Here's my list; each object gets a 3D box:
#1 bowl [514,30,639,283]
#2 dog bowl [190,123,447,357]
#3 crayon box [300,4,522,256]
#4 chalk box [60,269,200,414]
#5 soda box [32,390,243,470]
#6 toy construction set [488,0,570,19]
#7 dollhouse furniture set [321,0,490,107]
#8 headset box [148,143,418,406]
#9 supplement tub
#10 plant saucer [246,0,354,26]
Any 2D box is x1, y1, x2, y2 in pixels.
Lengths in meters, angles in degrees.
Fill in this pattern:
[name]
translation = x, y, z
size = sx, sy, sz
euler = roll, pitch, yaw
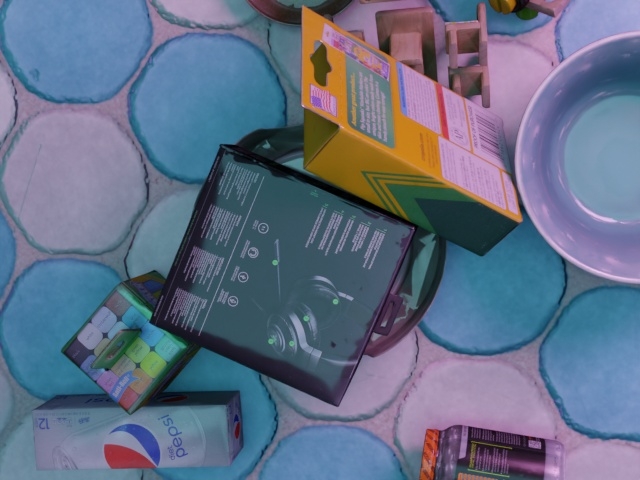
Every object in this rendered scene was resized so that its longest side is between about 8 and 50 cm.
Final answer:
[bowl]
translation = 0.405, -0.106, 1.359
size = 0.311, 0.163, 0.312
euler = 1, 94, 8
[dog bowl]
translation = 0.000, 0.000, 1.452
size = 0.348, 0.102, 0.349
euler = 0, 94, 7
[crayon box]
translation = 0.090, -0.133, 1.300
size = 0.323, 0.203, 0.083
euler = 26, 130, -24
[chalk box]
translation = -0.249, 0.139, 1.438
size = 0.132, 0.213, 0.132
euler = 42, 99, 2
[soda box]
translation = -0.260, 0.271, 1.509
size = 0.286, 0.098, 0.091
euler = -3, 94, 7
[toy construction set]
translation = 0.321, -0.411, 1.342
size = 0.308, 0.257, 0.237
euler = 3, 140, 23
[dollhouse furniture set]
translation = 0.110, -0.302, 1.386
size = 0.212, 0.242, 0.161
euler = -3, 50, 8
[headset box]
translation = -0.033, 0.043, 1.342
size = 0.283, 0.131, 0.246
euler = 22, 97, 5
[supplement tub]
translation = 0.232, 0.317, 1.439
size = 0.190, 0.117, 0.117
euler = 9, 96, 7
[plant saucer]
translation = -0.025, -0.395, 1.457
size = 0.198, 0.036, 0.199
euler = 1, 95, 8
